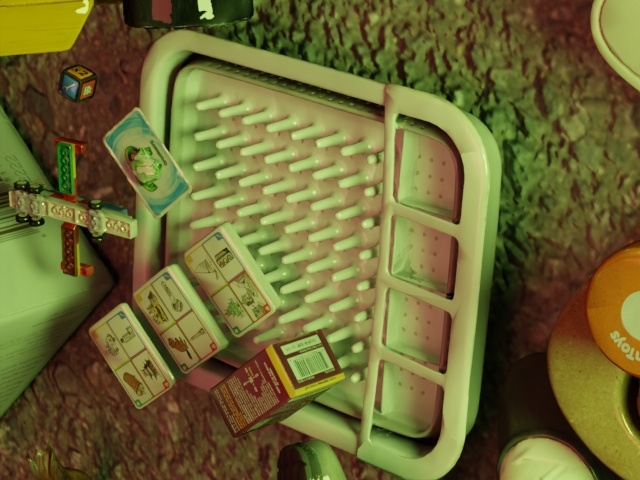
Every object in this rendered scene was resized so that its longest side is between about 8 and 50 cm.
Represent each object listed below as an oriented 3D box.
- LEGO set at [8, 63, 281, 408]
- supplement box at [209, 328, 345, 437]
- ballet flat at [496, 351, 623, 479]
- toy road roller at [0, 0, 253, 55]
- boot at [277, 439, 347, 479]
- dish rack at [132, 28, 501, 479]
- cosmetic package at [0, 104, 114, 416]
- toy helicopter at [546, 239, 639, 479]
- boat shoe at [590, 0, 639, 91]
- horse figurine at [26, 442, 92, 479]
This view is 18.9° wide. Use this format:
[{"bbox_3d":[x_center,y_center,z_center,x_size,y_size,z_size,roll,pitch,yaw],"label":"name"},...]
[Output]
[{"bbox_3d":[-0.145,-0.014,1.488,0.182,0.060,0.244,-37,85,38],"label":"LEGO set"},{"bbox_3d":[-0.032,0.104,1.400,0.083,0.055,0.043,-38,75,42],"label":"supplement box"},{"bbox_3d":[0.174,0.218,1.316,0.095,0.096,0.280,-14,93,31],"label":"ballet flat"},{"bbox_3d":[-0.203,-0.247,1.385,0.240,0.330,0.202,-142,47,-73],"label":"toy road roller"},{"bbox_3d":[0.072,0.229,1.367,0.083,0.161,0.246,24,135,68],"label":"boot"},{"bbox_3d":[0.000,0.000,1.425,0.333,0.072,0.285,19,115,36],"label":"dish rack"},{"bbox_3d":[-0.399,0.088,1.740,0.453,0.161,0.230,-45,72,39],"label":"cosmetic package"},{"bbox_3d":[0.285,0.155,1.180,0.355,0.140,0.235,39,123,18],"label":"toy helicopter"},{"bbox_3d":[0.271,-0.076,1.158,0.254,0.079,0.095,43,129,27],"label":"boat shoe"},{"bbox_3d":[-0.282,0.271,1.711,0.263,0.174,0.066,-40,71,27],"label":"horse figurine"}]
